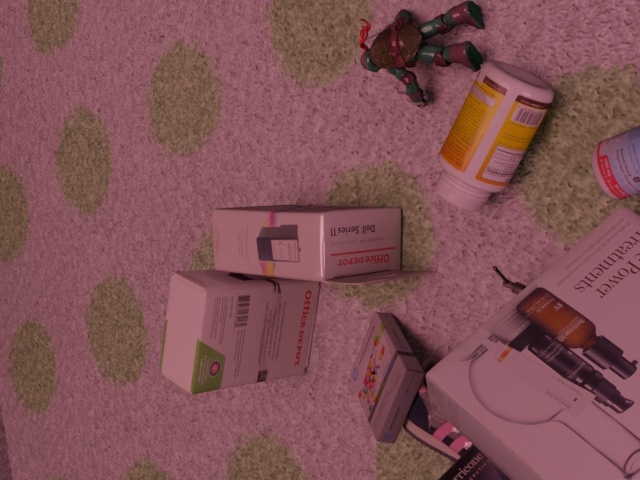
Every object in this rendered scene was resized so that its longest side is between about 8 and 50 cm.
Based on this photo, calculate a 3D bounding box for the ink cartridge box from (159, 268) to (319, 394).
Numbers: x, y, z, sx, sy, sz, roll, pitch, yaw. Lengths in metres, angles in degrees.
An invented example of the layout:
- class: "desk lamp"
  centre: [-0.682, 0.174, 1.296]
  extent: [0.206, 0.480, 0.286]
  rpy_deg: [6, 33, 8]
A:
- class: "ink cartridge box"
  centre: [-0.148, 0.159, 1.675]
  extent: [0.114, 0.272, 0.199]
  rpy_deg: [21, 107, 44]

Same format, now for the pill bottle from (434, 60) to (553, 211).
- class: "pill bottle"
  centre: [0.257, -0.155, 1.366]
  extent: [0.117, 0.117, 0.215]
  rpy_deg: [43, 120, 34]

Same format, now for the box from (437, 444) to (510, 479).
- class: "box"
  centre: [0.350, 0.346, 1.160]
  extent: [0.294, 0.296, 0.183]
  rpy_deg: [36, 160, 37]

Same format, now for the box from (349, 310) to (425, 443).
- class: "box"
  centre: [0.110, 0.230, 1.532]
  extent: [0.186, 0.038, 0.145]
  rpy_deg: [-113, 40, -61]

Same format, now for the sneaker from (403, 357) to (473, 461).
- class: "sneaker"
  centre: [0.259, 0.285, 1.397]
  extent: [0.319, 0.112, 0.131]
  rpy_deg: [18, 108, 41]

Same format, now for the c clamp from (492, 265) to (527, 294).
- class: "c clamp"
  centre: [0.335, 0.096, 1.300]
  extent: [0.160, 0.137, 0.022]
  rpy_deg: [26, 84, 34]

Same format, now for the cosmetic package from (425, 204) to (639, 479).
- class: "cosmetic package"
  centre: [0.365, 0.158, 1.125]
  extent: [0.284, 0.377, 0.097]
  rpy_deg: [41, 160, 33]

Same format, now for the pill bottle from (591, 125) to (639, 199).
- class: "pill bottle"
  centre: [0.452, -0.117, 1.197]
  extent: [0.160, 0.087, 0.087]
  rpy_deg: [-23, 77, 43]

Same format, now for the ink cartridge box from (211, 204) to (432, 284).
- class: "ink cartridge box"
  centre: [0.000, 0.000, 1.564]
  extent: [0.353, 0.207, 0.119]
  rpy_deg: [4, 97, 43]

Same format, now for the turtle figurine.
- class: "turtle figurine"
  centre: [0.150, -0.308, 1.470]
  extent: [0.234, 0.118, 0.175]
  rpy_deg: [-8, 87, 39]
